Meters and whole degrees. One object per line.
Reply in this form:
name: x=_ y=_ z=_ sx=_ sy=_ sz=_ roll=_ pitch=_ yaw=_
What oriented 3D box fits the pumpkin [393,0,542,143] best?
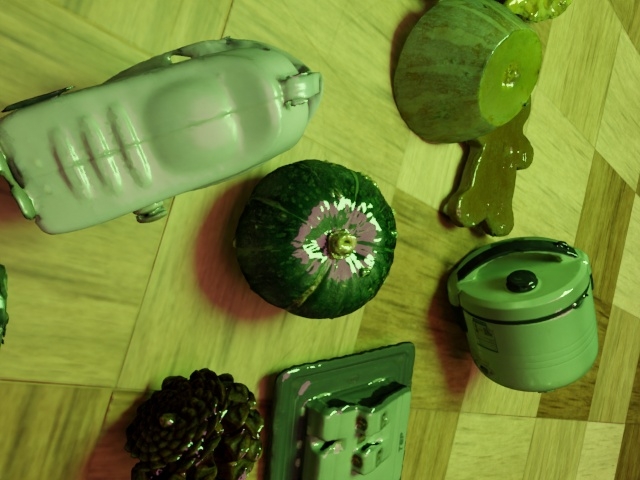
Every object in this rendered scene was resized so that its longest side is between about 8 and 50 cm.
pumpkin: x=0.229 y=-0.236 z=0.706 sx=0.217 sy=0.110 sz=0.218 roll=-9 pitch=114 yaw=-22

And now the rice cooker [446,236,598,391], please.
rice cooker: x=0.341 y=0.112 z=0.834 sx=0.226 sy=0.226 sz=0.244 roll=-39 pitch=120 yaw=-30

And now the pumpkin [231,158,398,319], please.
pumpkin: x=-0.002 y=0.000 z=0.563 sx=0.190 sy=0.146 sz=0.191 roll=-7 pitch=100 yaw=-42

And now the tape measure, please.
tape measure: x=-0.121 y=-0.093 z=0.416 sx=0.236 sy=0.197 sz=0.120 roll=-23 pitch=106 yaw=-15

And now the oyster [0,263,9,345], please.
oyster: x=-0.347 y=0.070 z=0.317 sx=0.259 sy=0.092 sz=0.198 roll=-26 pitch=113 yaw=-29

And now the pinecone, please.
pinecone: x=-0.119 y=0.203 z=0.498 sx=0.140 sy=0.140 sz=0.121 roll=-44 pitch=132 yaw=-28

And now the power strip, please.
power strip: x=0.048 y=0.284 z=0.680 sx=0.251 sy=0.092 sz=0.257 roll=-4 pitch=102 yaw=-44

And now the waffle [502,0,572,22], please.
waffle: x=0.371 y=-0.542 z=0.860 sx=0.325 sy=0.068 sz=0.302 roll=-31 pitch=113 yaw=-39

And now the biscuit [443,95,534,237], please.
biscuit: x=0.309 y=-0.157 z=0.873 sx=0.196 sy=0.049 sz=0.302 roll=17 pitch=85 yaw=-40
